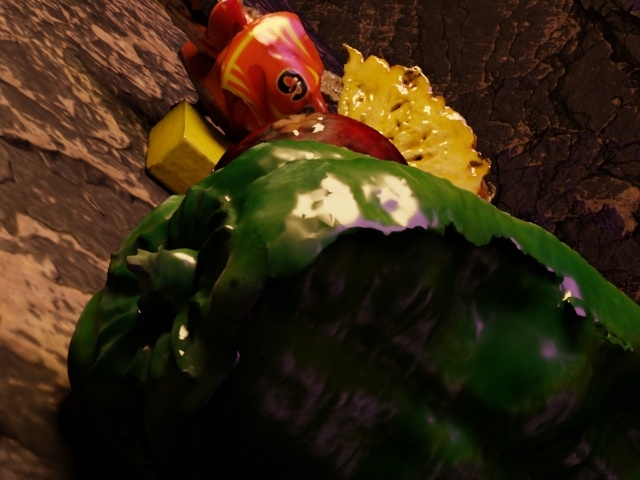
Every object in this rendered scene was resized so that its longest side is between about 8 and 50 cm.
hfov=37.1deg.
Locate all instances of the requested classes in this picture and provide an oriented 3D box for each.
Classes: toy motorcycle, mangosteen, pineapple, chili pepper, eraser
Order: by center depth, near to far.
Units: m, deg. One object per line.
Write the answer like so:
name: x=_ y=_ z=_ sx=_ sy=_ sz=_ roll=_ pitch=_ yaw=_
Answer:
chili pepper: x=0.057 y=0.088 z=0.485 sx=0.385 sy=0.213 sz=0.167 roll=32 pitch=7 yaw=-31
mangosteen: x=0.000 y=0.000 z=0.683 sx=0.166 sy=0.166 sz=0.180 roll=-98 pitch=168 yaw=-68
eraser: x=-0.082 y=-0.050 z=0.785 sx=0.122 sy=0.045 sz=0.097 roll=41 pitch=13 yaw=-24
toy motorcycle: x=-0.056 y=-0.123 z=0.842 sx=0.171 sy=0.089 sz=0.298 roll=29 pitch=-19 yaw=29
pineapple: x=0.089 y=-0.031 z=0.863 sx=0.164 sy=0.140 sz=0.249 roll=51 pitch=39 yaw=-72

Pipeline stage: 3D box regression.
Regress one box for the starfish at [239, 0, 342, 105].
starfish: x=-0.094 y=-0.299 z=1.390 sx=0.324 sy=0.082 sz=0.432 roll=46 pitch=18 yaw=15
